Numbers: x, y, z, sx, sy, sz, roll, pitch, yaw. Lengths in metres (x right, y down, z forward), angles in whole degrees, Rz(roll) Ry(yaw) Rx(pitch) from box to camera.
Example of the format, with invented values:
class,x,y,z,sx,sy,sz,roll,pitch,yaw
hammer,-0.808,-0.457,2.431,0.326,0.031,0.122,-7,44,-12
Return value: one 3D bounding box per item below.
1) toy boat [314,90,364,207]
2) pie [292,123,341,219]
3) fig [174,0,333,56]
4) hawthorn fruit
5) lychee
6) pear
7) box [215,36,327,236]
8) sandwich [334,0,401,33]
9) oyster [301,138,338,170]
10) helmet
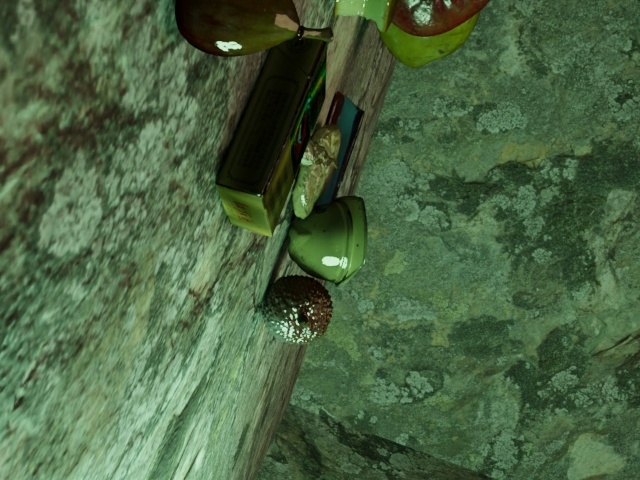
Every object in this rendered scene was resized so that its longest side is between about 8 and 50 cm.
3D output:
class,x,y,z,sx,sy,sz,roll,pitch,yaw
toy boat,0.018,-0.165,1.609,0.136,0.079,0.392,-62,172,-61
pie,-0.006,-0.160,1.425,0.185,0.052,0.218,102,13,-57
fig,-0.050,-0.182,0.531,0.089,0.125,0.089,18,90,-90
hawthorn fruit,0.209,-0.546,1.305,0.307,0.265,0.265,-102,-155,-59
lychee,-0.050,0.157,1.482,0.197,0.165,0.165,-126,-130,-63
pear,0.256,-0.565,1.551,0.269,0.269,0.321,-59,174,-66
box,-0.058,-0.141,0.883,0.159,0.071,0.240,83,26,-72
sandwich,0.100,-0.485,1.121,0.186,0.108,0.220,95,12,-68
oyster,-0.013,-0.163,1.234,0.200,0.106,0.061,-137,-128,-85
helmet,-0.002,-0.001,1.484,0.257,0.137,0.204,136,-46,-66
